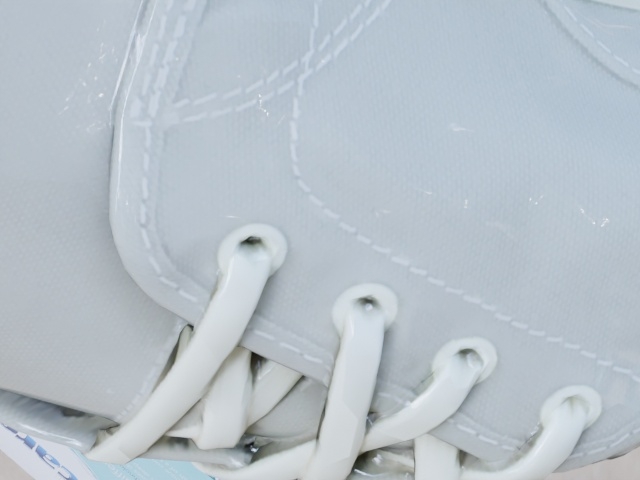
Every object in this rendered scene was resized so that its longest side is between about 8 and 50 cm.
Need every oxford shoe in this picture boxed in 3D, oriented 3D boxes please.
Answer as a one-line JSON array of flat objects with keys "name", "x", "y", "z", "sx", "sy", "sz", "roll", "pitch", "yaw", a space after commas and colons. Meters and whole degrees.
[{"name": "oxford shoe", "x": 0.000, "y": 0.000, "z": 0.413, "sx": 0.449, "sy": 0.169, "sz": 0.130, "roll": 3, "pitch": 67, "yaw": -26}]

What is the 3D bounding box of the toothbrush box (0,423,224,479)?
[{"name": "toothbrush box", "x": -0.085, "y": 0.027, "z": 0.870, "sx": 0.216, "sy": 0.295, "sz": 0.126, "roll": 40, "pitch": 55, "yaw": 2}]
